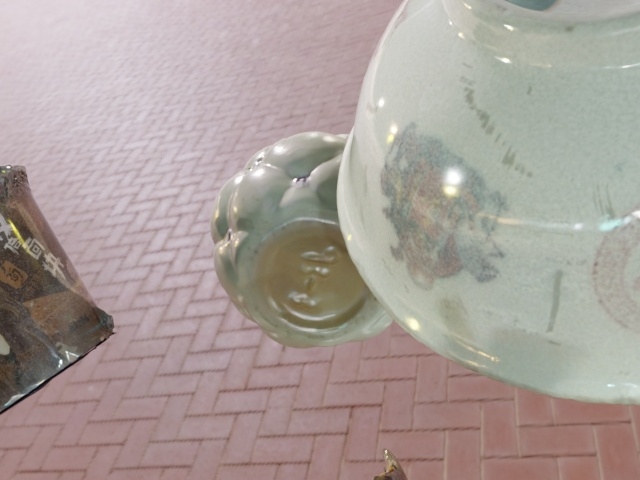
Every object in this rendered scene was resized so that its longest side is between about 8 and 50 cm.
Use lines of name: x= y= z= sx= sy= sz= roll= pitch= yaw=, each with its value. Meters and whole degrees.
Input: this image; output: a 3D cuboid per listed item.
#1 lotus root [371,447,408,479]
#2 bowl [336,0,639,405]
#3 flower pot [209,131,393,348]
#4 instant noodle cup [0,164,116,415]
lotus root: x=0.038 y=0.218 z=0.362 sx=0.125 sy=0.118 sz=0.220 roll=-31 pitch=49 yaw=42
bowl: x=0.194 y=-0.126 z=0.469 sx=0.435 sy=0.196 sz=0.434 roll=-11 pitch=51 yaw=14
flower pot: x=0.000 y=0.000 z=0.750 sx=0.246 sy=0.246 sz=0.195 roll=-14 pitch=24 yaw=9
instant noodle cup: x=-0.340 y=0.063 z=0.695 sx=0.217 sy=0.207 sz=0.217 roll=-33 pitch=5 yaw=3
